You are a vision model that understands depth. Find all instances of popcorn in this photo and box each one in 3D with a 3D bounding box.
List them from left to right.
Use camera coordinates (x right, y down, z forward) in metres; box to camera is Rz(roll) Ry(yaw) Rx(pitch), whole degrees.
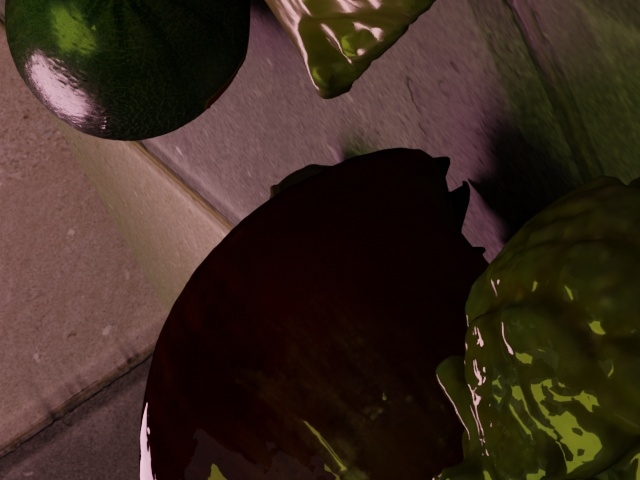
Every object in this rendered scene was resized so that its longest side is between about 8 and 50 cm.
[{"bbox_3d":[0.154,0.061,0.853,0.187,0.167,0.185,24,146,-10],"label":"popcorn"}]

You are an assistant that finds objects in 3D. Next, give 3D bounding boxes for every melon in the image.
[{"bbox_3d":[-0.143,-0.164,1.407,0.182,0.182,0.287,56,167,1],"label":"melon"}]

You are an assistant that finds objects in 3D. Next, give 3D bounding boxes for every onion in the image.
[{"bbox_3d":[0.046,0.131,1.142,0.341,0.341,0.341,53,169,15],"label":"onion"}]

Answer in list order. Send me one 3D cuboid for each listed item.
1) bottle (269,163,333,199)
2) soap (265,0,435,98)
[{"bbox_3d":[0.000,-0.001,1.497,0.099,0.099,0.152,49,165,34],"label":"bottle"},{"bbox_3d":[-0.061,-0.280,0.889,0.427,0.115,0.306,57,173,-2],"label":"soap"}]
